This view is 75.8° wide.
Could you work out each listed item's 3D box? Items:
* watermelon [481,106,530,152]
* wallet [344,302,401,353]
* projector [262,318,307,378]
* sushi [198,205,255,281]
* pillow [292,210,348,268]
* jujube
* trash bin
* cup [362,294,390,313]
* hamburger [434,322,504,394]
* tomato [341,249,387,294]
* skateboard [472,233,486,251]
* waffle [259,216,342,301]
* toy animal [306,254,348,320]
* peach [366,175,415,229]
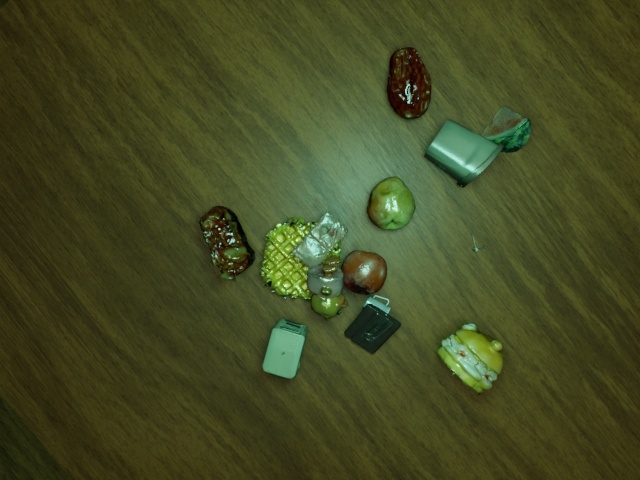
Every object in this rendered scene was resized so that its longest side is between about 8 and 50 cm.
[{"bbox_3d":[0.799,-0.486,1.775,0.136,0.207,0.202,-20,75,-22],"label":"watermelon"},{"bbox_3d":[0.230,0.404,1.865,0.182,0.049,0.229,33,121,-2],"label":"wallet"},{"bbox_3d":[-0.160,0.498,1.868,0.163,0.177,0.243,14,93,4],"label":"projector"},{"bbox_3d":[-0.431,0.020,1.857,0.196,0.182,0.344,-25,89,11],"label":"sushi"},{"bbox_3d":[0.000,0.000,1.802,0.135,0.049,0.248,40,94,-4],"label":"pillow"},{"bbox_3d":[0.378,-0.670,1.765,0.197,0.197,0.291,-10,94,4],"label":"jujube"},{"bbox_3d":[0.601,-0.377,1.766,0.250,0.220,0.219,36,93,8],"label":"trash bin"},{"bbox_3d":[0.266,0.301,1.893,0.116,0.074,0.104,34,71,6],"label":"cup"},{"bbox_3d":[0.668,0.498,1.784,0.276,0.276,0.237,43,97,0],"label":"hamburger"},{"bbox_3d":[0.190,0.145,1.811,0.208,0.208,0.185,11,78,3],"label":"tomato"},{"bbox_3d":[0.715,0.004,1.867,0.063,0.032,0.083,-16,94,-6],"label":"skateboard"},{"bbox_3d":[-0.086,0.090,1.882,0.379,0.095,0.382,9,96,0],"label":"waffle"},{"bbox_3d":[0.027,0.221,1.769,0.168,0.195,0.281,-5,111,14],"label":"toy animal"},{"bbox_3d":[0.314,-0.168,1.804,0.214,0.214,0.236,6,76,3],"label":"peach"}]
